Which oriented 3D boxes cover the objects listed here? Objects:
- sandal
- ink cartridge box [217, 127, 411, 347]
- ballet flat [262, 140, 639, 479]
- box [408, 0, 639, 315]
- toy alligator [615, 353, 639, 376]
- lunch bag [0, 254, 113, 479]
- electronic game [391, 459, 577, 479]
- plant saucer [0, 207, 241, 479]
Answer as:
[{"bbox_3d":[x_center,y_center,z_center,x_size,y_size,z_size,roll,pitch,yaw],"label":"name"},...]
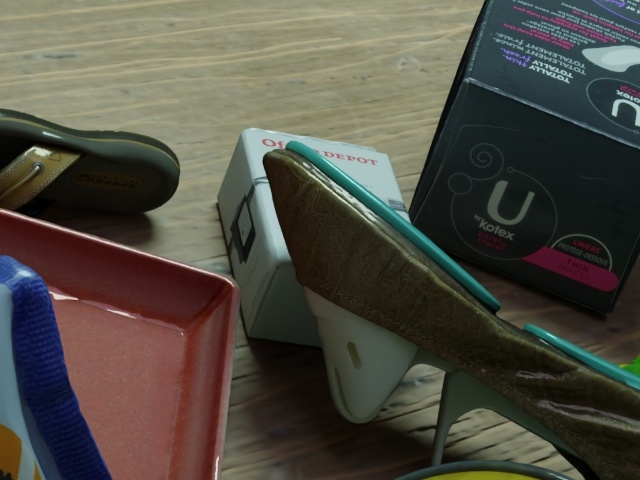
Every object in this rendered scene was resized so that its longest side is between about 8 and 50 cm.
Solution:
[{"bbox_3d":[-0.187,-0.033,1.208,0.219,0.090,0.060,8,57,-34],"label":"sandal"},{"bbox_3d":[0.000,0.000,1.270,0.109,0.063,0.150,9,35,-19],"label":"ink cartridge box"},{"bbox_3d":[0.086,0.080,1.151,0.342,0.124,0.116,34,-1,-6],"label":"ballet flat"},{"bbox_3d":[0.178,-0.094,1.435,0.165,0.143,0.270,22,34,1],"label":"box"},{"bbox_3d":[0.249,0.094,1.303,0.189,0.056,0.051,-17,92,-46],"label":"toy alligator"},{"bbox_3d":[-0.292,0.166,0.638,0.385,0.239,0.328,-11,15,35],"label":"lunch bag"},{"bbox_3d":[0.064,0.209,0.915,0.229,0.048,0.229,-12,54,17],"label":"electronic game"},{"bbox_3d":[-0.180,0.077,1.069,0.258,0.048,0.259,17,34,-10],"label":"plant saucer"}]
